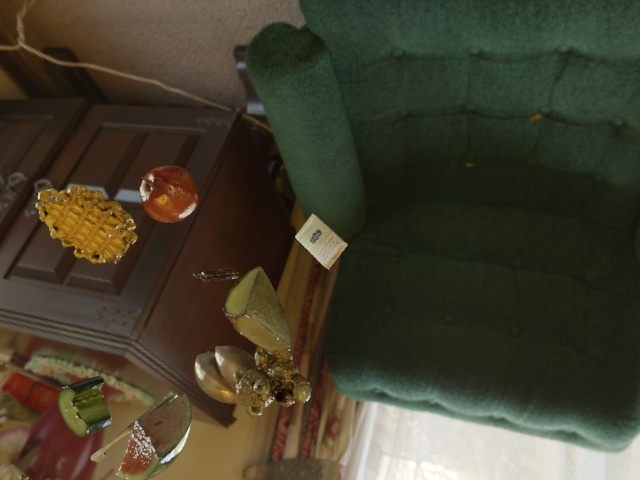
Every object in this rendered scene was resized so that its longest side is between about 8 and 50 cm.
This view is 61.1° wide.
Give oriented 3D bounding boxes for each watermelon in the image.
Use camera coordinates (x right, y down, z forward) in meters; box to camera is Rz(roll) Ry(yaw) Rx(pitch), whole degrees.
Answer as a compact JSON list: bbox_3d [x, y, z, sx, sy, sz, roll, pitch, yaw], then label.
[{"bbox_3d":[-0.532,0.661,1.757,0.175,0.260,0.256,20,-166,-2],"label":"watermelon"}]

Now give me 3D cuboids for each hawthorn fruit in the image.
[{"bbox_3d":[-0.331,-0.102,1.155,0.140,0.125,0.125,16,157,-32],"label":"hawthorn fruit"}]

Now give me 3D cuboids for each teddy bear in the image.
[{"bbox_3d":[-0.196,0.523,2.019,0.256,0.267,0.156,-23,161,-18],"label":"teddy bear"}]

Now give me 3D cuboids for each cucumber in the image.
[{"bbox_3d":[-0.816,0.577,1.879,0.130,0.191,0.191,-13,176,-41],"label":"cucumber"}]

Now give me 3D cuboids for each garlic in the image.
[{"bbox_3d":[-0.376,0.514,2.235,0.245,0.232,0.340,5,-153,-50],"label":"garlic"}]

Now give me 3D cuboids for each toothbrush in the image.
[{"bbox_3d":[-0.637,0.637,1.863,0.025,0.342,0.030,37,163,48],"label":"toothbrush"}]

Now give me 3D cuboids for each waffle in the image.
[{"bbox_3d":[-0.584,-0.032,1.375,0.262,0.060,0.281,6,138,15],"label":"waffle"}]

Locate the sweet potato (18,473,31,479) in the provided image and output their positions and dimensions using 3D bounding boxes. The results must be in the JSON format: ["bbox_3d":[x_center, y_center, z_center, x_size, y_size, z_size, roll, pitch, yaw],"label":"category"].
[{"bbox_3d":[-0.782,0.751,1.426,0.078,0.256,0.058,-21,157,31],"label":"sweet potato"}]

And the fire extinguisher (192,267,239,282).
[{"bbox_3d":[-0.372,0.125,1.944,0.158,0.043,0.064,-5,-158,-33],"label":"fire extinguisher"}]

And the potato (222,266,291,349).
[{"bbox_3d":[-0.199,0.264,1.758,0.112,0.269,0.255,-22,114,18],"label":"potato"}]

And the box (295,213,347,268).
[{"bbox_3d":[0.000,0.000,1.549,0.024,0.090,0.167,31,-170,-46],"label":"box"}]
